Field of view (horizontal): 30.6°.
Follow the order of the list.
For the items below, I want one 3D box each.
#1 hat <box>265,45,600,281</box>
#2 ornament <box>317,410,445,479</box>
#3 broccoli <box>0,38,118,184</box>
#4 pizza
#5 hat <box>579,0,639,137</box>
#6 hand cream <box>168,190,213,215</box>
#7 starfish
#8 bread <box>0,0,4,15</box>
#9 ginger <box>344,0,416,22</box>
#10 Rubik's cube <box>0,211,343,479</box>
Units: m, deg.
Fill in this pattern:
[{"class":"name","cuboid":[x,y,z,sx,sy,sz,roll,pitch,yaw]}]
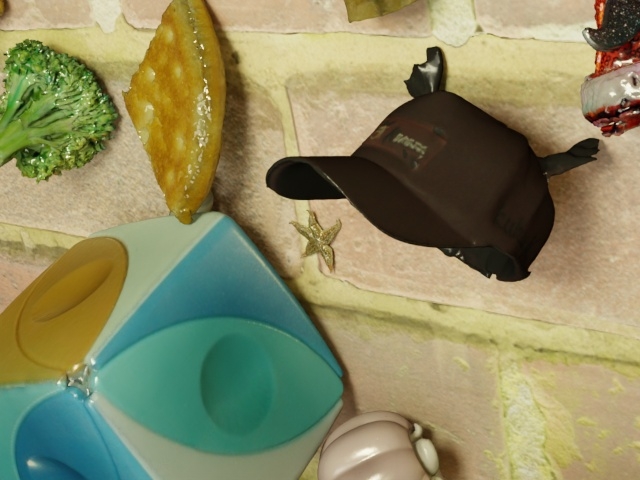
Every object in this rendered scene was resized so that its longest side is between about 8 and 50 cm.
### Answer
[{"class":"hat","cuboid":[0.120,-0.090,1.167,0.238,0.336,0.209,26,95,44]},{"class":"ornament","cuboid":[0.087,0.307,1.513,0.177,0.177,0.177,20,129,27]},{"class":"broccoli","cuboid":[-0.395,-0.156,1.557,0.220,0.194,0.194,-19,106,38]},{"class":"pizza","cuboid":[-0.176,-0.168,1.444,0.197,0.058,0.292,12,105,50]},{"class":"hat","cuboid":[0.288,-0.207,1.065,0.140,0.129,0.227,-15,93,1]},{"class":"hand cream","cuboid":[-0.187,-0.003,1.608,0.080,0.050,0.234,30,138,8]},{"class":"starfish","cuboid":[0.000,0.000,1.482,0.086,0.016,0.092,51,134,-5]},{"class":"bread","cuboid":[-0.599,-0.408,1.510,0.165,0.236,0.375,-13,110,45]},{"class":"ginger","cuboid":[0.030,-0.341,1.156,0.109,0.116,0.263,26,141,52]},{"class":"Rubik's cube","cuboid":[-0.225,0.197,1.527,0.352,0.347,0.351,-14,119,43]}]
